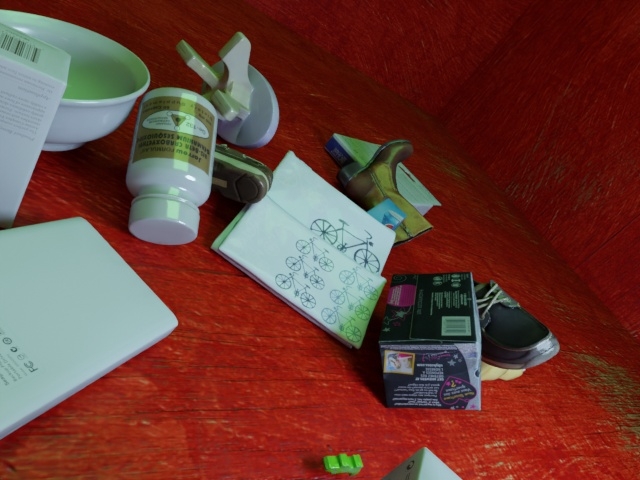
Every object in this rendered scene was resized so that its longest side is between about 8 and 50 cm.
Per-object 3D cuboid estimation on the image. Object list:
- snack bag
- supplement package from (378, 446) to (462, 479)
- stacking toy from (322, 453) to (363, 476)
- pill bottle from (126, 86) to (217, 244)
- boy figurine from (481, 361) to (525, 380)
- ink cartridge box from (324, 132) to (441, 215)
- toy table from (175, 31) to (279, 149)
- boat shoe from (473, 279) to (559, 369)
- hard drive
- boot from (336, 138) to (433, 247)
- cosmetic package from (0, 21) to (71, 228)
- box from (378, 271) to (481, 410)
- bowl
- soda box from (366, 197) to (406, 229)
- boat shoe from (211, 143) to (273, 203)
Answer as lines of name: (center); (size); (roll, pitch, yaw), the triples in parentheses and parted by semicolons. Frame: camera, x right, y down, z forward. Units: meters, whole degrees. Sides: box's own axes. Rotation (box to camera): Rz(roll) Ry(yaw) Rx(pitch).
snack bag: (0.000, 0.000, 0.999); (0.323, 0.037, 0.342); (37, 46, -6)
supplement package: (0.052, 0.351, 0.382); (0.198, 0.263, 0.199); (42, 27, 3)
stacking toy: (0.106, 0.377, 0.657); (0.221, 0.052, 0.167); (20, 31, -30)
pill bottle: (-0.240, -0.117, 0.809); (0.131, 0.131, 0.229); (18, 61, -36)
boy figurine: (0.409, 0.249, 1.188); (0.177, 0.092, 0.285); (52, 27, 17)
ink cartridge box: (0.211, -0.207, 1.660); (0.330, 0.071, 0.324); (-1, 47, -54)
toy table: (-0.228, -0.343, 1.160); (0.274, 0.252, 0.161); (42, 8, 27)
boat shoe: (0.347, 0.159, 1.070); (0.130, 0.132, 0.355); (62, -12, -15)
hard drive: (-0.311, 0.074, 0.537); (0.203, 0.040, 0.307); (46, 18, 4)
boot: (0.224, -0.140, 1.418); (0.264, 0.096, 0.280); (-26, 64, -24)
cosmetic package: (-0.394, -0.133, 0.598); (0.117, 0.231, 0.085); (20, 33, -34)
box: (0.205, 0.175, 0.917); (0.163, 0.142, 0.247); (-3, 23, 15)
bowl: (-0.429, -0.234, 0.786); (0.297, 0.134, 0.298); (17, 34, -12)
soda box: (0.130, -0.031, 1.243); (0.071, 0.067, 0.210); (45, 40, 11)
boat shoe: (-0.211, -0.147, 0.964); (0.257, 0.095, 0.095); (25, 35, 3)
